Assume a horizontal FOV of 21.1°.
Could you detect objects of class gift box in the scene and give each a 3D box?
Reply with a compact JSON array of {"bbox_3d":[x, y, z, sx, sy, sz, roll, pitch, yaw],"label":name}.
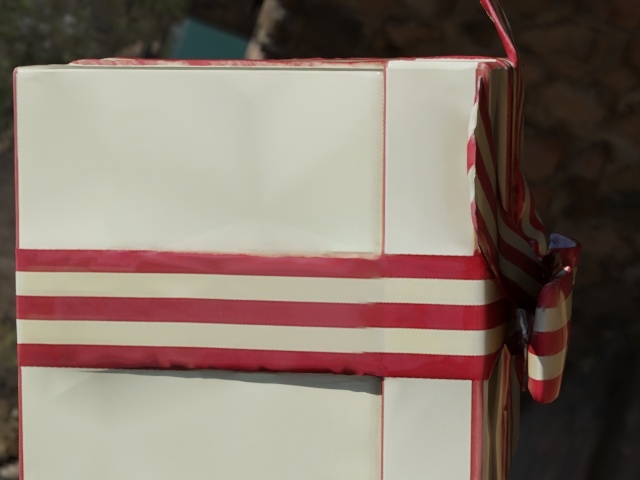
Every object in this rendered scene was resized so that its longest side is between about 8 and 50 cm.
[{"bbox_3d":[0.000,0.000,0.865,0.255,0.258,0.276,-48,-41,-75],"label":"gift box"}]
